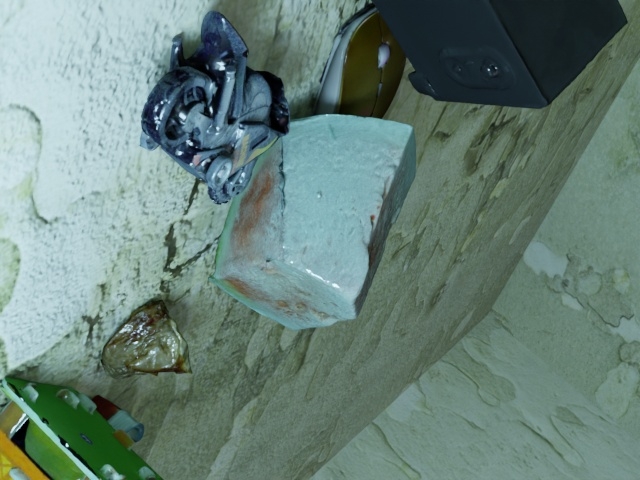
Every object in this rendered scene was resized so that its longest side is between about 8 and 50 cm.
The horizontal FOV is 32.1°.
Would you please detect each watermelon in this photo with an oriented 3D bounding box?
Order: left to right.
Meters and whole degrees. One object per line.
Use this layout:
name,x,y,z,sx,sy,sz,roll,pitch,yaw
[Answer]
watermelon,0.000,0.000,1.539,0.228,0.258,0.387,20,121,-26

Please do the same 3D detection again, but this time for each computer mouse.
computer mouse,0.049,-0.207,1.622,0.158,0.072,0.310,-37,159,-38

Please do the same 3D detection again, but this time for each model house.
model house,-0.346,0.408,1.472,0.313,0.357,0.242,-51,165,1

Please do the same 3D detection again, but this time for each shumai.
shumai,-0.253,0.155,1.633,0.123,0.105,0.139,-26,127,-44

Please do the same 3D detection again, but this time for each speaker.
speaker,0.194,-0.305,1.362,0.184,0.254,0.232,-44,117,-17

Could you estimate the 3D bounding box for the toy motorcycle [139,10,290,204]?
toy motorcycle,-0.115,-0.148,1.304,0.173,0.108,0.307,-56,163,-7

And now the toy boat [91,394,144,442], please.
toy boat,-0.363,0.384,1.761,0.145,0.133,0.332,-22,148,-54
